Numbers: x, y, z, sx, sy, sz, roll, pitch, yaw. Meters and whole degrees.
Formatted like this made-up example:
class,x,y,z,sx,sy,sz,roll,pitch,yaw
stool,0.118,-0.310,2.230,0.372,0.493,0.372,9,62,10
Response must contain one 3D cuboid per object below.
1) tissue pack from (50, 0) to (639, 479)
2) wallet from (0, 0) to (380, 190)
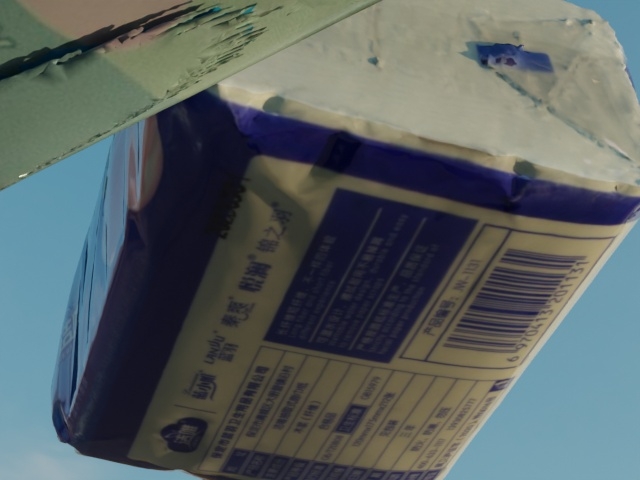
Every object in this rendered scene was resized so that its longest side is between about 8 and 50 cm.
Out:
class,x,y,z,sx,sy,sz,roll,pitch,yaw
tissue pack,0.000,0.000,0.608,0.209,0.137,0.270,12,-42,-11
wallet,-0.064,-0.098,0.300,0.250,0.075,0.176,-25,-48,10
